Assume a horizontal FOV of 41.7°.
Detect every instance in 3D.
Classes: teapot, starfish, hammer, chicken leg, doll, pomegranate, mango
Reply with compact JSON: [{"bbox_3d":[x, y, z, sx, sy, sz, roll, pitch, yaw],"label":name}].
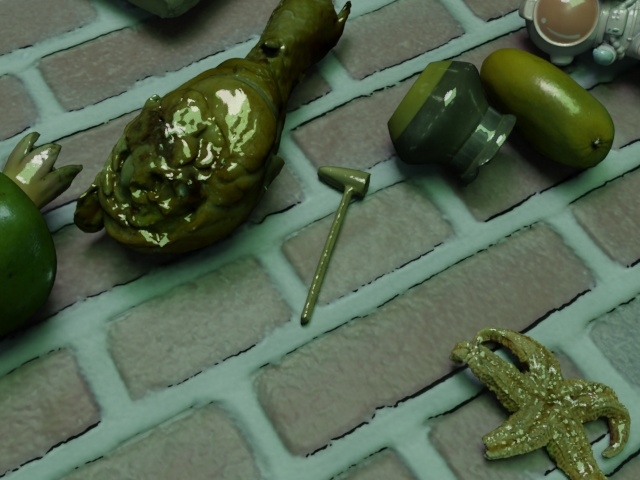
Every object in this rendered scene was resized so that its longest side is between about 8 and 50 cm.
[{"bbox_3d":[0.150,-0.136,0.947,0.119,0.130,0.165,36,29,0],"label":"teapot"},{"bbox_3d":[0.217,0.163,0.800,0.150,0.053,0.209,-26,66,-14],"label":"starfish"},{"bbox_3d":[0.000,0.000,0.897,0.060,0.028,0.195,14,60,10],"label":"hammer"},{"bbox_3d":[-0.085,-0.150,0.916,0.153,0.201,0.429,39,54,-12],"label":"chicken leg"},{"bbox_3d":[0.388,-0.263,1.030,0.287,0.151,0.151,13,58,10],"label":"doll"},{"bbox_3d":[-0.320,-0.010,0.788,0.187,0.187,0.225,30,58,13],"label":"pomegranate"},{"bbox_3d":[0.250,-0.154,0.959,0.191,0.122,0.085,42,103,25],"label":"mango"}]

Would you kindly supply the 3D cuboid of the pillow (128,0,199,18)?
[{"bbox_3d":[-0.181,-0.433,1.088,0.255,0.120,0.322,31,64,16],"label":"pillow"}]
